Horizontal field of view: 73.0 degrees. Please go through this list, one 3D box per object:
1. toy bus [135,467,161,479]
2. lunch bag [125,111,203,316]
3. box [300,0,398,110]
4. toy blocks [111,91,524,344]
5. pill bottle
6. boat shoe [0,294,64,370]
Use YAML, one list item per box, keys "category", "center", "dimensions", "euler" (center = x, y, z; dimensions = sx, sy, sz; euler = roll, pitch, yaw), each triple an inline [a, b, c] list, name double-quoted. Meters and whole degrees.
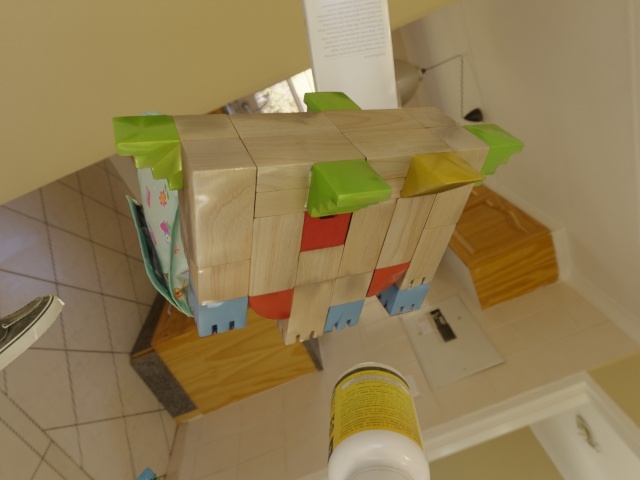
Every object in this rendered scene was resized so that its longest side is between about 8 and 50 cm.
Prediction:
- category: "toy bus"
  center: [-0.275, 0.542, 0.802]
  dimensions: [0.104, 0.191, 0.202]
  euler: [-48, 112, -36]
- category: "lunch bag"
  center: [-0.210, -0.036, 0.691]
  dimensions: [0.223, 0.160, 0.262]
  euler: [58, -42, 34]
- category: "box"
  center: [0.062, -0.392, 0.961]
  dimensions: [0.215, 0.168, 0.346]
  euler: [-96, 177, -71]
- category: "toy blocks"
  center: [0.000, 0.000, 0.477]
  dimensions: [0.191, 0.381, 0.261]
  euler: [-122, -147, -42]
- category: "pill bottle"
  center: [0.109, 0.406, 0.856]
  dimensions: [0.334, 0.187, 0.188]
  euler: [-78, 145, -74]
- category: "boat shoe"
  center: [-0.441, 0.136, 0.563]
  dimensions: [0.070, 0.077, 0.219]
  euler: [61, 36, -23]
